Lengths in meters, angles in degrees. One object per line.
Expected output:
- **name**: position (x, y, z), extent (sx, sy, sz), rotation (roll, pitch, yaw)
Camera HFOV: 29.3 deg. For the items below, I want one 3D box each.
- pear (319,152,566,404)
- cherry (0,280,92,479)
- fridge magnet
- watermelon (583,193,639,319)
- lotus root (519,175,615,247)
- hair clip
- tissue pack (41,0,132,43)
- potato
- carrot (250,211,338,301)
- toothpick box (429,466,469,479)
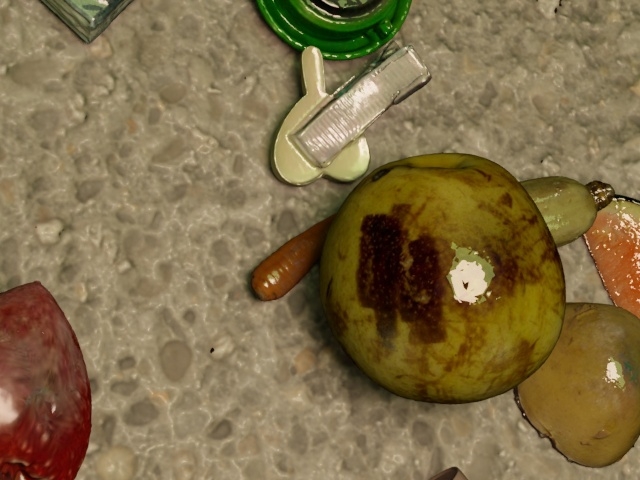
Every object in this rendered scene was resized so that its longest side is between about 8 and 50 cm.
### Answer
- **pear**: position (0.134, 0.040, 1.345), extent (0.283, 0.283, 0.284), rotation (4, 76, -16)
- **cherry**: position (-0.317, 0.157, 1.236), extent (0.192, 0.175, 0.250), rotation (21, 68, -30)
- **fridge magnet**: position (0.017, -0.322, 1.491), extent (0.208, 0.088, 0.208), rotation (2, 83, -15)
- **watermelon**: position (0.411, 0.032, 1.548), extent (0.119, 0.063, 0.245), rotation (-33, 89, 2)
- **lotus root**: position (0.272, -0.033, 1.505), extent (0.183, 0.077, 0.090), rotation (-15, 94, -11)
- **hair clip**: position (0.022, -0.156, 1.451), extent (0.218, 0.071, 0.159), rotation (-43, 99, -4)
- **tissue pack**: position (-0.251, -0.382, 1.430), extent (0.185, 0.081, 0.257), rotation (42, 71, -4)
- **potato**: position (0.339, 0.164, 1.465), extent (0.182, 0.117, 0.202), rotation (14, 73, -16)
- **carrot**: position (0.000, 0.000, 1.440), extent (0.216, 0.048, 0.048), rotation (-39, 90, -26)
- **toothpick box**: position (0.165, 0.342, 1.377), extent (0.098, 0.098, 0.149), rotation (-40, 90, -21)
